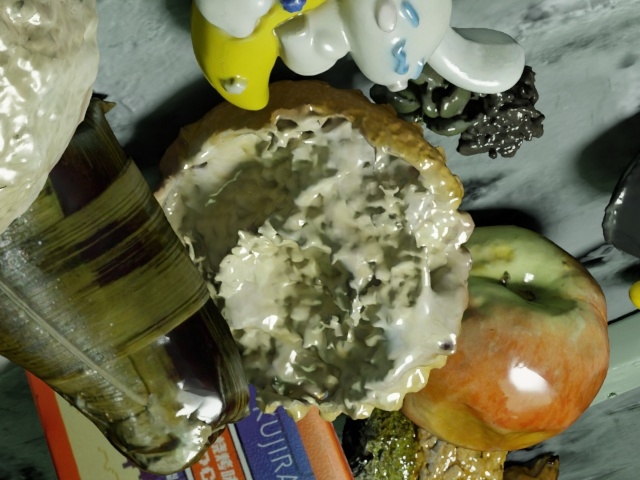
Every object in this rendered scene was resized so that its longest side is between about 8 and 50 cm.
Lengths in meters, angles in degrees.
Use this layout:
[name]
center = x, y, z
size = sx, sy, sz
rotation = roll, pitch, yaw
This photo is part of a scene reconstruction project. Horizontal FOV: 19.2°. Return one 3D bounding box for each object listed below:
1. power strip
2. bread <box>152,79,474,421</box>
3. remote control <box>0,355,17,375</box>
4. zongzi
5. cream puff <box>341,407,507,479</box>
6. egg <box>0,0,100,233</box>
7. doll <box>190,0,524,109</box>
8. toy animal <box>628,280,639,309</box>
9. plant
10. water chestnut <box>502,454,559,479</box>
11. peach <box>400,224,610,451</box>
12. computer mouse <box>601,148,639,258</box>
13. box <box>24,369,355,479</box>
[power strip]
center = 0.353, 0.124, 2.132
size = 0.385, 0.062, 0.091
rotation = -24, 153, 15
[bread]
center = 0.000, 0.000, 1.479
size = 0.274, 0.274, 0.149
rotation = -31, -176, 26
[remote control]
center = -0.263, 0.080, 1.702
size = 0.245, 0.022, 0.077
rotation = -29, 154, 21
[zongzi]
center = -0.223, 0.068, 1.458
size = 0.288, 0.286, 0.134
rotation = -25, -171, 26
[cream puff]
center = 0.098, 0.230, 2.071
size = 0.169, 0.183, 0.183
rotation = 12, 145, -17
[egg]
center = -0.250, -0.123, 1.042
size = 0.279, 0.279, 0.310
rotation = -17, 138, -2
[doll]
center = 0.027, -0.167, 1.295
size = 0.237, 0.111, 0.252
rotation = -16, 145, -6
[toy animal]
center = 0.372, 0.040, 1.976
size = 0.091, 0.082, 0.114
rotation = 15, 168, 5
[plant]
center = 0.115, -0.110, 1.505
size = 0.174, 0.087, 0.085
rotation = 12, 107, -40
[water chestnut]
center = 0.223, 0.411, 2.385
size = 0.347, 0.335, 0.335
rotation = -55, 160, -16
[peach]
center = 0.159, 0.098, 1.799
size = 0.214, 0.214, 0.235
rotation = -3, 154, -27
[computer mouse]
center = 0.379, -0.082, 1.722
size = 0.295, 0.087, 0.168
rotation = -31, 147, -1
[box]
center = -0.086, 0.268, 1.795
size = 0.257, 0.348, 0.318
rotation = -19, 156, -4
